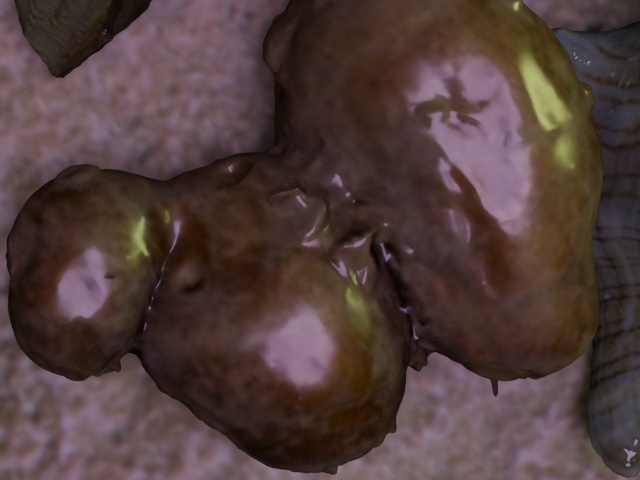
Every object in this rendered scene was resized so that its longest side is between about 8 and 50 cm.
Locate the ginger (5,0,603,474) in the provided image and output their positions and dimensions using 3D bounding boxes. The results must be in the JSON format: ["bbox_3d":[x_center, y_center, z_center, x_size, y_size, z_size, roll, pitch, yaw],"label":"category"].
[{"bbox_3d":[0.000,0.000,0.785,0.304,0.155,0.245,-36,99,-7],"label":"ginger"}]

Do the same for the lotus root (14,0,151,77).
[{"bbox_3d":[-0.095,-0.159,0.762,0.143,0.144,0.070,-43,95,-15],"label":"lotus root"}]

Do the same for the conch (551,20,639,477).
[{"bbox_3d":[0.211,-0.062,0.828,0.203,0.169,0.386,23,88,12],"label":"conch"}]
